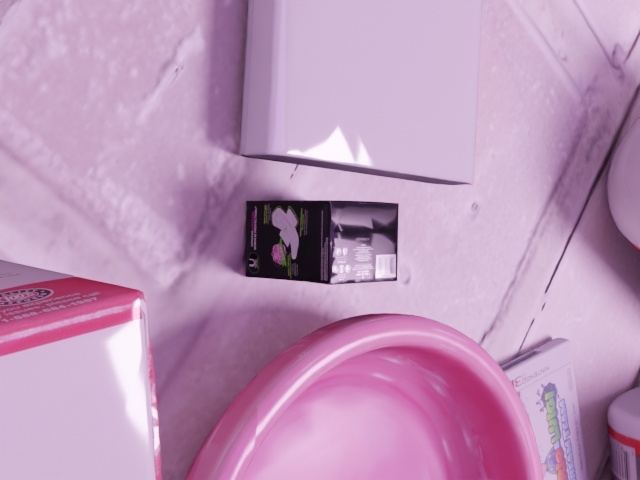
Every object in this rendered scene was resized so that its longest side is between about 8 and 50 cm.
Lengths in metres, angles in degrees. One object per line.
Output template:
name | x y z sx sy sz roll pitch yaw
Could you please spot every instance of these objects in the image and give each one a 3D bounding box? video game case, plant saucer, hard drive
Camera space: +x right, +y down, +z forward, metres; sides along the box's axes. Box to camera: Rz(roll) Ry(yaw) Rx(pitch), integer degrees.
video game case | 0.173 0.178 0.854 0.143 0.019 0.157 -18 104 -40
plant saucer | 0.022 0.212 0.677 0.332 0.084 0.332 -2 94 -42
hard drive | 0.040 -0.201 0.709 0.203 0.040 0.307 5 88 -42

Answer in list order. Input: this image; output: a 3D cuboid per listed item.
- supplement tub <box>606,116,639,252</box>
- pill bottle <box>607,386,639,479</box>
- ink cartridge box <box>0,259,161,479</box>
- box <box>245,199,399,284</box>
supplement tub | 0.408 -0.007 0.945 0.272 0.191 0.191 40 65 -35
pill bottle | 0.352 0.283 0.923 0.161 0.161 0.283 -12 99 -41
ink cartridge box | -0.187 0.063 0.393 0.159 0.218 0.092 -13 105 -41
box | 0.000 0.000 0.649 0.062 0.083 0.052 0 93 -42
